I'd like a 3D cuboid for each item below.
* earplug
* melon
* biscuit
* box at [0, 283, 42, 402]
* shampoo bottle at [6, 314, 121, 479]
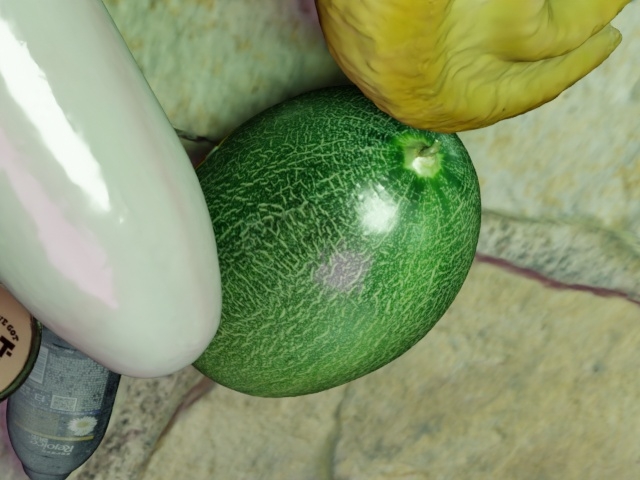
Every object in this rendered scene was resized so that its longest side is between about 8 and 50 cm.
[{"bbox_3d":[-0.154,-0.053,0.940,0.172,0.172,0.301,-22,107,31],"label":"earplug"},{"bbox_3d":[0.000,0.000,1.045,0.182,0.182,0.288,28,146,-22],"label":"melon"},{"bbox_3d":[0.099,-0.157,0.870,0.213,0.091,0.274,-29,152,-22],"label":"biscuit"},{"bbox_3d":[-0.306,0.075,1.220,0.151,0.151,0.135,31,142,-25],"label":"box"},{"bbox_3d":[-0.210,0.124,1.330,0.087,0.049,0.233,12,140,-7],"label":"shampoo bottle"}]
